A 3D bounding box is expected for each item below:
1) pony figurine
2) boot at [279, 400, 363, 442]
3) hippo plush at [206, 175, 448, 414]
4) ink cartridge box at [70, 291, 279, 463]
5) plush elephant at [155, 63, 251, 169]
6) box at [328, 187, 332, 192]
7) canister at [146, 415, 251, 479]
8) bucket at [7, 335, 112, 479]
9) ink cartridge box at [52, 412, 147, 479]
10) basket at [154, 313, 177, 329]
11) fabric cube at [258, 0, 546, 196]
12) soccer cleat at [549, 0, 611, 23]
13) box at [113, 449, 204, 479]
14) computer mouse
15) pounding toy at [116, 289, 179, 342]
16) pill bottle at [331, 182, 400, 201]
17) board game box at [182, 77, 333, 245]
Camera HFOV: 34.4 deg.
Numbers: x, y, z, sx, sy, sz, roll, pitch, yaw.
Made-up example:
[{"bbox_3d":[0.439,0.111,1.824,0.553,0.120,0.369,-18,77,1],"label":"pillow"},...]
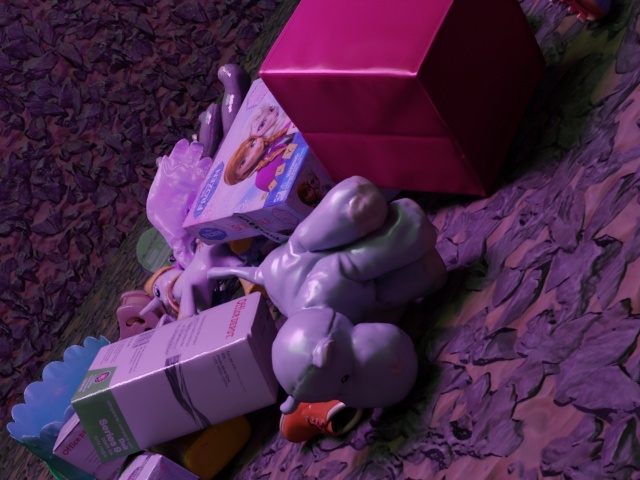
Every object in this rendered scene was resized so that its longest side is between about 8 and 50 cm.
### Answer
[{"bbox_3d":[-0.207,0.027,1.934,0.351,0.303,0.363,-59,25,-3],"label":"pony figurine"},{"bbox_3d":[0.001,0.231,1.357,0.158,0.059,0.084,-44,25,28],"label":"boot"},{"bbox_3d":[0.024,0.075,1.259,0.236,0.294,0.234,-90,19,-48],"label":"hippo plush"},{"bbox_3d":[-0.210,0.206,1.598,0.289,0.121,0.211,-20,15,8],"label":"ink cartridge box"},{"bbox_3d":[-0.226,-0.217,2.437,0.256,0.272,0.329,2,80,40],"label":"plush elephant"},{"bbox_3d":[-0.026,-0.184,2.015,0.203,0.168,0.167,-48,18,18],"label":"box"},{"bbox_3d":[-0.197,0.308,1.639,0.126,0.073,0.170,-45,23,-22],"label":"canister"},{"bbox_3d":[-0.462,0.345,2.055,0.281,0.183,0.281,-34,24,17],"label":"bucket"},{"bbox_3d":[-0.376,0.369,1.883,0.127,0.175,0.072,-48,19,20],"label":"ink cartridge box"},{"bbox_3d":[-0.298,0.245,2.020,0.103,0.113,0.167,-49,17,25],"label":"basket"},{"bbox_3d":[0.123,-0.238,1.441,0.258,0.259,0.254,6,58,37],"label":"fabric cube"},{"bbox_3d":[0.374,-0.379,1.488,0.095,0.083,0.248,-46,16,13],"label":"soccer cleat"},{"bbox_3d":[-0.263,0.444,1.501,0.247,0.142,0.163,-61,18,-19],"label":"box"},{"bbox_3d":[-0.287,0.066,2.219,0.272,0.072,0.188,35,91,28],"label":"computer mouse"},{"bbox_3d":[-0.400,0.217,2.269,0.269,0.154,0.155,-49,18,18],"label":"pounding toy"},{"bbox_3d":[0.064,-0.167,1.759,0.160,0.160,0.283,-50,17,14],"label":"pill bottle"},{"bbox_3d":[-0.065,-0.155,1.683,0.318,0.066,0.318,-11,49,53],"label":"board game box"}]
